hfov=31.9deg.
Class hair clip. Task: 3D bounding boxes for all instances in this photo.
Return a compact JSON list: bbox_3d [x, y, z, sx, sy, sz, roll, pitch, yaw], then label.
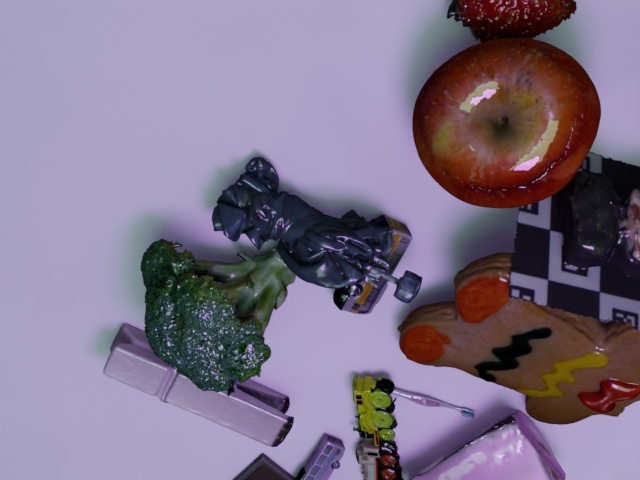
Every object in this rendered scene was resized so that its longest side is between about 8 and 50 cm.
[{"bbox_3d":[-0.204,0.247,1.918,0.331,0.101,0.085,27,114,-11],"label":"hair clip"}]

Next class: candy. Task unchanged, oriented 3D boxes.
[{"bbox_3d":[0.280,0.430,1.970,0.265,0.116,0.155,-36,78,13],"label":"candy"}]

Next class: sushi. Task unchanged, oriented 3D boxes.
[{"bbox_3d":[0.491,-0.016,1.707,0.373,0.296,0.100,16,152,-8],"label":"sushi"}]

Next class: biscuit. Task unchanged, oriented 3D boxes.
[{"bbox_3d":[0.359,0.177,1.820,0.394,0.076,0.368,27,142,-13],"label":"biscuit"}]

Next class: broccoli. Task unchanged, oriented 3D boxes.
[{"bbox_3d":[-0.163,0.096,1.797,0.269,0.254,0.269,1,88,-28],"label":"broccoli"}]

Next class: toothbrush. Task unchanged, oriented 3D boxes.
[{"bbox_3d":[0.178,0.281,1.984,0.204,0.022,0.017,18,110,-6],"label":"toothbrush"}]

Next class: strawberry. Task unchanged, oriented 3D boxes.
[{"bbox_3d":[0.282,-0.348,1.666,0.192,0.085,0.140,33,107,-17],"label":"strawberry"}]

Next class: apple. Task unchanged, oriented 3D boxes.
[{"bbox_3d":[0.276,-0.172,1.662,0.272,0.206,0.251,-36,81,15],"label":"apple"}]

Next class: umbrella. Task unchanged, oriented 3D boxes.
[{"bbox_3d":[0.001,-0.002,1.766,0.349,0.094,0.143,29,88,4],"label":"umbrella"}]

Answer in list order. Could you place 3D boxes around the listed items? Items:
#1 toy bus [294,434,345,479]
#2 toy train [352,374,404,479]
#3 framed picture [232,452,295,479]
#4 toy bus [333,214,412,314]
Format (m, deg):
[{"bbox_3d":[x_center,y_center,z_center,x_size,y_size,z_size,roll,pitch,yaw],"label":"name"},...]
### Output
[{"bbox_3d":[-0.004,0.413,2.018,0.052,0.037,0.130,26,103,-21],"label":"toy bus"},{"bbox_3d":[0.101,0.349,1.990,0.085,0.053,0.249,0,121,11],"label":"toy train"},{"bbox_3d":[-0.130,0.546,2.096,0.213,0.016,0.289,41,107,-18],"label":"framed picture"},{"bbox_3d":[0.085,0.043,1.853,0.072,0.057,0.172,19,113,-20],"label":"toy bus"}]
